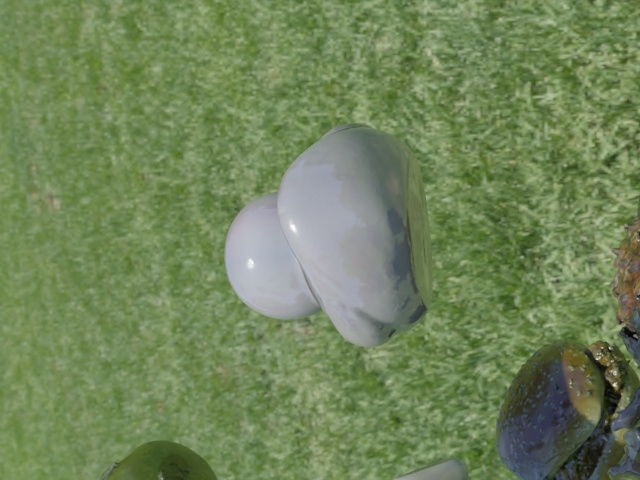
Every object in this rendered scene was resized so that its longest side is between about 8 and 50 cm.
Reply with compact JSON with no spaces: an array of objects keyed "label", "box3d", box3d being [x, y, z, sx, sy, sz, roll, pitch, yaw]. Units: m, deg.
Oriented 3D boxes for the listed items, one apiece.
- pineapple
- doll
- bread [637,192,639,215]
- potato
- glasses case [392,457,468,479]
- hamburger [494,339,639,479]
[{"label":"pineapple","box3d":[0.299,0.078,0.706,0.141,0.310,0.170,4,126,26]},{"label":"doll","box3d":[0.000,0.000,0.829,0.251,0.221,0.221,54,-161,-72]},{"label":"bread","box3d":[0.375,-0.011,0.981,0.139,0.084,0.074,119,160,-44]},{"label":"potato","box3d":[-0.149,0.329,0.894,0.186,0.149,0.253,53,-171,-45]},{"label":"glasses case","box3d":[0.109,0.242,0.858,0.021,0.083,0.032,148,106,-74]},{"label":"hamburger","box3d":[0.325,0.222,1.151,0.215,0.122,0.189,-63,15,7]}]
